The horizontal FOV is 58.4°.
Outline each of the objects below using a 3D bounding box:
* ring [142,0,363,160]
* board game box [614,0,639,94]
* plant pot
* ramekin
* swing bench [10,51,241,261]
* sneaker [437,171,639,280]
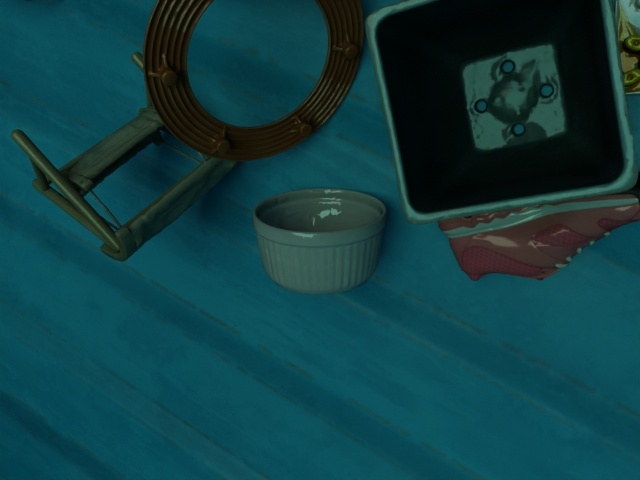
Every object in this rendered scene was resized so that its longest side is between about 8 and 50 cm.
[{"bbox_3d":[-0.080,-0.253,0.809,0.337,0.336,0.032,-59,44,23],"label":"ring"},{"bbox_3d":[0.554,-0.376,0.642,0.389,0.050,0.390,2,103,24],"label":"board game box"},{"bbox_3d":[0.230,-0.178,0.718,0.247,0.252,0.248,-9,98,24],"label":"plant pot"},{"bbox_3d":[0.000,0.000,0.893,0.207,0.207,0.109,7,114,22],"label":"ramekin"},{"bbox_3d":[-0.304,-0.123,0.945,0.254,0.253,0.165,41,153,9],"label":"swing bench"},{"bbox_3d":[0.331,-0.015,0.808,0.313,0.116,0.136,-10,108,32],"label":"sneaker"}]
